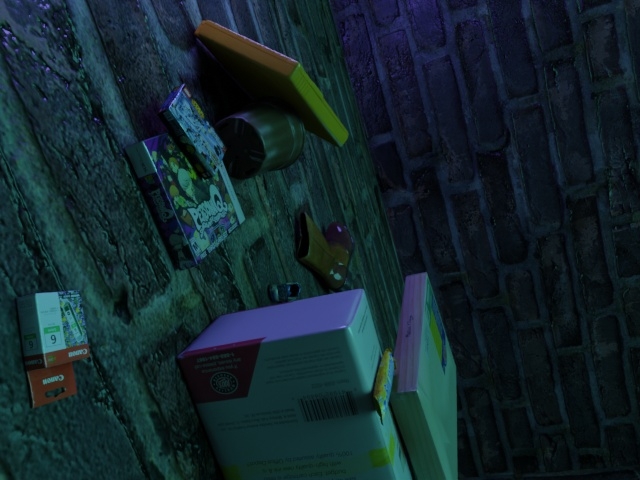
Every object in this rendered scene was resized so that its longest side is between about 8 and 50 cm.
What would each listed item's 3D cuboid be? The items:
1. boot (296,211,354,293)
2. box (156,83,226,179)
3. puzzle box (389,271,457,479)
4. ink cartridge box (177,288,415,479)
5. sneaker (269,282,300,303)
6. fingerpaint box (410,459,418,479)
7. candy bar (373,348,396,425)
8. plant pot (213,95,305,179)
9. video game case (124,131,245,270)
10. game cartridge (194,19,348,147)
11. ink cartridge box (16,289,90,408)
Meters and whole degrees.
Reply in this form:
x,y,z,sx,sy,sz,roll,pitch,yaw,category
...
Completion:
x,y,z,sx,sy,sz,roll,pitch,yaw,category
0.000,0.000,1.498,0.280,0.096,0.263,45,42,-48,boot
-0.213,-0.183,0.842,0.093,0.027,0.137,-83,150,-49,box
0.215,0.273,0.990,0.409,0.052,0.271,-59,132,-63,puzzle box
-0.021,0.303,0.818,0.160,0.280,0.384,-53,128,-71,ink cartridge box
-0.069,0.123,1.169,0.135,0.058,0.052,11,67,-73,sneaker
0.202,0.515,1.355,0.445,0.163,0.370,99,-16,-75,fingerpaint box
0.095,0.211,0.740,0.161,0.018,0.040,-46,121,-70,candy bar
-0.139,-0.207,1.039,0.165,0.167,0.166,-47,123,-60,plant pot
-0.220,-0.089,0.862,0.232,0.042,0.210,-60,133,-66,video game case
-0.099,-0.346,1.112,0.052,0.285,0.324,-56,157,-2,game cartridge
-0.282,0.113,0.533,0.063,0.029,0.114,7,71,-73,ink cartridge box
